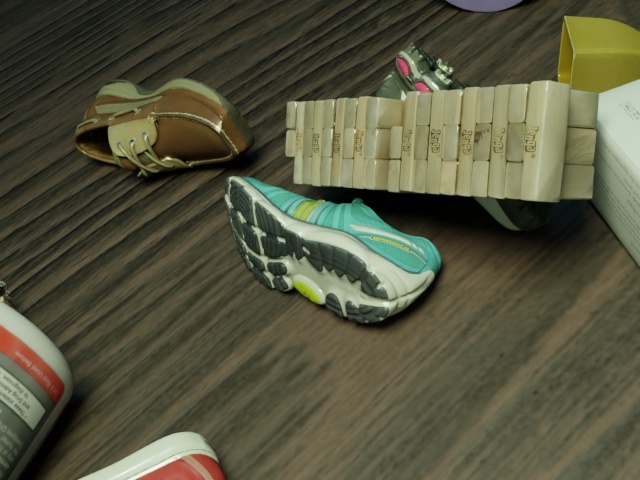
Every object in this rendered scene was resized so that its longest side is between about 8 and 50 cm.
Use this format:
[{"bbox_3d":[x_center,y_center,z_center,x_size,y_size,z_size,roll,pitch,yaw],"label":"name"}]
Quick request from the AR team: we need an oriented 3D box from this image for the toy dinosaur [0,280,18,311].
[{"bbox_3d":[-0.513,0.116,0.839,0.322,0.164,0.218,-14,54,-20],"label":"toy dinosaur"}]

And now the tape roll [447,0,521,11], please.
[{"bbox_3d":[0.225,-0.414,1.002,0.189,0.189,0.080,7,50,32],"label":"tape roll"}]

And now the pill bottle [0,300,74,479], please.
[{"bbox_3d":[-0.388,0.218,0.608,0.210,0.210,0.363,2,47,28],"label":"pill bottle"}]

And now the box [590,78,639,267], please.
[{"bbox_3d":[0.340,-0.058,0.618,0.181,0.119,0.182,-20,41,5],"label":"box"}]

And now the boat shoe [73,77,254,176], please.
[{"bbox_3d":[-0.221,-0.136,0.991,0.324,0.122,0.120,12,57,45],"label":"boat shoe"}]

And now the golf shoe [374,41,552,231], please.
[{"bbox_3d":[0.141,-0.089,0.785,0.120,0.105,0.273,-49,46,23],"label":"golf shoe"}]

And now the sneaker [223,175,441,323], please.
[{"bbox_3d":[0.000,0.000,0.761,0.110,0.107,0.275,-29,41,-36],"label":"sneaker"}]

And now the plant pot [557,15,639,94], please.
[{"bbox_3d":[0.312,-0.196,0.813,0.083,0.081,0.081,-2,44,10],"label":"plant pot"}]

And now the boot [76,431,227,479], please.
[{"bbox_3d":[-0.166,0.270,0.545,0.244,0.088,0.176,-28,42,-9],"label":"boot"}]

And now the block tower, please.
[{"bbox_3d":[0.097,-0.089,0.687,0.097,0.091,0.335,-2,8,-35],"label":"block tower"}]
